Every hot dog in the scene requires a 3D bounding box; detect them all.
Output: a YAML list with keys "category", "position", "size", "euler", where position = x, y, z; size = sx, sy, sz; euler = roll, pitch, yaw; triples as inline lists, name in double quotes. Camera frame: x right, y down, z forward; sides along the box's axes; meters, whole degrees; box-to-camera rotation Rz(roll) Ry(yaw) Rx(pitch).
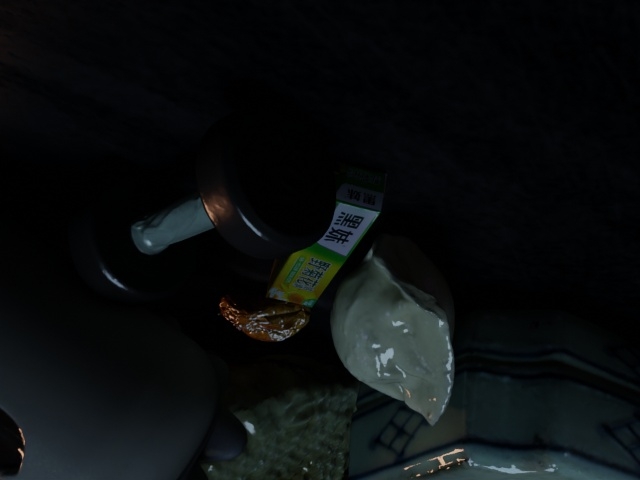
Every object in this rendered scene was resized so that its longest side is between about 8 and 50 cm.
- category: "hot dog"
  position: [-0.052, 0.067, 0.891]
  size: [0.083, 0.035, 0.058]
  euler: [0, 153, 18]

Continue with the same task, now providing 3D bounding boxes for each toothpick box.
- category: "toothpick box"
  position: [-0.214, 0.112, 0.769]
  size: [0.316, 0.229, 0.229]
  euler: [32, 150, 4]

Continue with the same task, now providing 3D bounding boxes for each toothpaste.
- category: "toothpaste"
  position: [0.000, 0.000, 0.755]
  size: [0.043, 0.037, 0.178]
  euler: [17, 151, -10]

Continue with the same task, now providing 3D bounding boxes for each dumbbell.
- category: "dumbbell"
  position: [-0.086, -0.019, 0.683]
  size: [0.100, 0.100, 0.191]
  euler: [31, 145, -34]

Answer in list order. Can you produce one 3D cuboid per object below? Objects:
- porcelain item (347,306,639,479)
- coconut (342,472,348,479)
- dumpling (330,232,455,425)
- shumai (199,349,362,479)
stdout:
- category: "porcelain item"
  position: [0.192, 0.185, 0.903]
  size: [0.286, 0.157, 0.281]
  euler: [23, 147, -20]
- category: "coconut"
  position: [-0.007, 0.420, 1.337]
  size: [0.236, 0.236, 0.204]
  euler: [8, 128, 4]
- category: "dumpling"
  position: [0.069, 0.082, 0.777]
  size: [0.100, 0.134, 0.169]
  euler: [-11, 149, -34]
- category: "shumai"
  position: [-0.134, 0.190, 1.031]
  size: [0.263, 0.304, 0.309]
  euler: [35, 152, 31]
